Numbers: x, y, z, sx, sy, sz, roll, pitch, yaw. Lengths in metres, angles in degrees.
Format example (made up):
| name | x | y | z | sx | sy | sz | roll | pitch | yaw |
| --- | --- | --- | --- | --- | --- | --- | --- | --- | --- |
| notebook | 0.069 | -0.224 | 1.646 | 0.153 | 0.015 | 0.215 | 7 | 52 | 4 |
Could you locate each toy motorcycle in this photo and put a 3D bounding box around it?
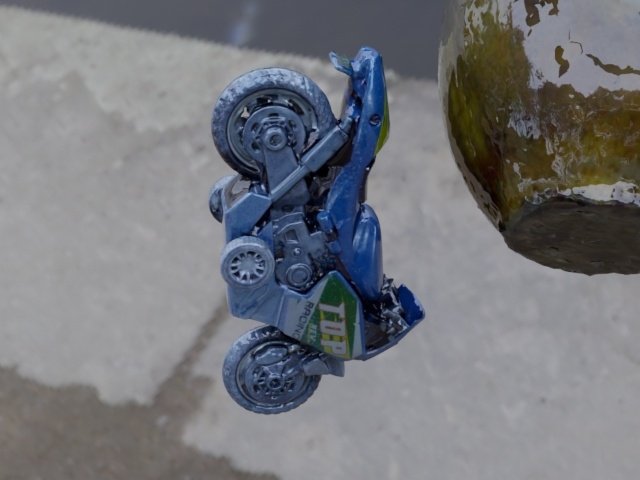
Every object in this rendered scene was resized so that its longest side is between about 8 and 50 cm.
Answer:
| name | x | y | z | sx | sy | sz | roll | pitch | yaw |
| --- | --- | --- | --- | --- | --- | --- | --- | --- | --- |
| toy motorcycle | 0.000 | 0.000 | 1.143 | 0.135 | 0.254 | 0.092 | -5 | 28 | -6 |

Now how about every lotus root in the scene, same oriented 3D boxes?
| name | x | y | z | sx | sy | sz | roll | pitch | yaw |
| --- | --- | --- | --- | --- | --- | --- | --- | --- | --- |
| lotus root | 0.192 | -0.141 | 1.113 | 0.250 | 0.250 | 0.346 | 0 | 59 | 28 |
